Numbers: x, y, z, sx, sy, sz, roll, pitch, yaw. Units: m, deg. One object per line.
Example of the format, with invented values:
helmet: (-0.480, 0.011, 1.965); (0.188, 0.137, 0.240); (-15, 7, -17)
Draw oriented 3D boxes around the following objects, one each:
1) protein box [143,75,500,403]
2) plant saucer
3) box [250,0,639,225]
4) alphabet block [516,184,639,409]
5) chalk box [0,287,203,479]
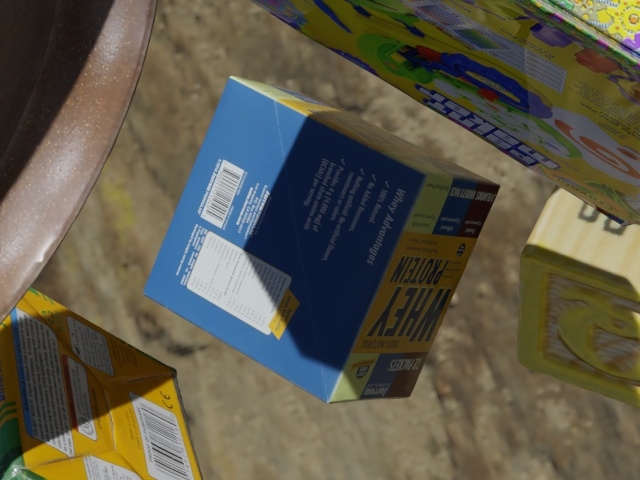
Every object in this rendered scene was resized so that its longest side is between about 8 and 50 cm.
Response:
protein box: (0.000, 0.000, 1.409); (0.201, 0.136, 0.200); (28, 102, 28)
plant saucer: (-0.174, -0.052, 0.702); (0.050, 0.310, 0.311); (30, 134, 17)
box: (0.119, -0.161, 0.873); (0.290, 0.177, 0.279); (31, 171, -6)
alphabet block: (0.304, 0.023, 1.595); (0.193, 0.197, 0.192); (18, 148, 19)
chalk box: (-0.237, 0.192, 1.112); (0.289, 0.179, 0.180); (-39, 42, 18)
